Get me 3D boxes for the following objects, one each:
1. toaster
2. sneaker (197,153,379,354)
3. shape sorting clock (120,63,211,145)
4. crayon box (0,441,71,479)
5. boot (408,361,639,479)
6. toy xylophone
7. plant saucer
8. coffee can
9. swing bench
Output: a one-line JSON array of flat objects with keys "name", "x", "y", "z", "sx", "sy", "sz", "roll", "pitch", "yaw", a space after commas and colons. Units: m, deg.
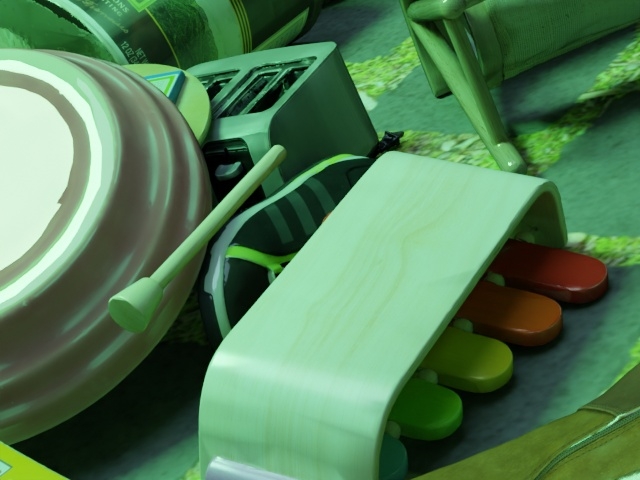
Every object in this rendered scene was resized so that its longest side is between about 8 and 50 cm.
[{"name": "toaster", "x": -0.055, "y": -0.074, "z": 1.321, "sx": 0.168, "sy": 0.110, "sz": 0.185, "roll": -4, "pitch": 31, "yaw": 33}, {"name": "sneaker", "x": 0.000, "y": 0.000, "z": 1.159, "sx": 0.097, "sy": 0.084, "sz": 0.234, "roll": -1, "pitch": 33, "yaw": 34}, {"name": "shape sorting clock", "x": -0.182, "y": -0.071, "z": 1.262, "sx": 0.206, "sy": 0.040, "sz": 0.206, "roll": -14, "pitch": 34, "yaw": 9}, {"name": "crayon box", "x": -0.242, "y": 0.253, "z": 0.863, "sx": 0.323, "sy": 0.083, "sz": 0.203, "roll": -37, "pitch": 29, "yaw": -26}, {"name": "boot", "x": 0.129, "y": 0.142, "z": 0.757, "sx": 0.280, "sy": 0.096, "sz": 0.264, "roll": -23, "pitch": 25, "yaw": 1}, {"name": "toy xylophone", "x": 0.022, "y": 0.036, "z": 1.020, "sx": 0.236, "sy": 0.081, "sz": 0.323, "roll": 19, "pitch": 44, "yaw": 33}, {"name": "plant saucer", "x": -0.244, "y": -0.014, "z": 1.134, "sx": 0.332, "sy": 0.084, "sz": 0.332, "roll": -9, "pitch": 54, "yaw": 13}, {"name": "coffee can", "x": -0.158, "y": -0.215, "z": 1.580, "sx": 0.202, "sy": 0.201, "sz": 0.275, "roll": 4, "pitch": 36, "yaw": 44}, {"name": "swing bench", "x": 0.205, "y": -0.200, "z": 1.287, "sx": 0.253, "sy": 0.165, "sz": 0.254, "roll": -24, "pitch": 25, "yaw": -1}]
